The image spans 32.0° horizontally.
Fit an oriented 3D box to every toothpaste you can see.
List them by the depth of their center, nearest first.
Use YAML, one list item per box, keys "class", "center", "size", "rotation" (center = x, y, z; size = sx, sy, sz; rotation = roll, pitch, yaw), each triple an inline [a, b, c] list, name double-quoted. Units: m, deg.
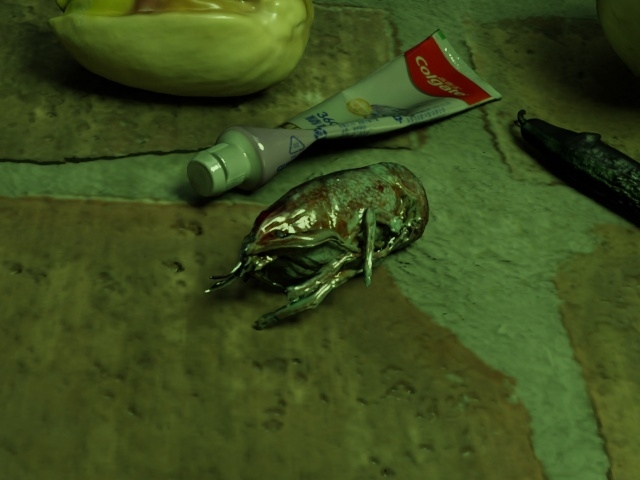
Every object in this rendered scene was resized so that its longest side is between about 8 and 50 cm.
- class: "toothpaste"
  center: [0.022, -0.094, 0.837]
  size: [0.075, 0.048, 0.301]
  rotation: [30, 40, 33]

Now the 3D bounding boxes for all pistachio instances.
- class: "pistachio"
  center: [-0.105, -0.168, 0.862]
  size: [0.201, 0.117, 0.145]
  rotation: [-2, -1, -1]

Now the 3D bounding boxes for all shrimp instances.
- class: "shrimp"
  center: [0.000, -0.001, 0.693]
  size: [0.075, 0.073, 0.190]
  rotation: [-20, 3, 43]

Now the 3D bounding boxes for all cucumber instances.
- class: "cucumber"
  center: [0.201, -0.059, 0.826]
  size: [0.163, 0.039, 0.043]
  rotation: [38, 25, 31]

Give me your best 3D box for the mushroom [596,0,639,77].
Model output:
- class: "mushroom"
  center: [0.351, -0.203, 0.836]
  size: [0.315, 0.315, 0.356]
  rotation: [26, 41, 23]
